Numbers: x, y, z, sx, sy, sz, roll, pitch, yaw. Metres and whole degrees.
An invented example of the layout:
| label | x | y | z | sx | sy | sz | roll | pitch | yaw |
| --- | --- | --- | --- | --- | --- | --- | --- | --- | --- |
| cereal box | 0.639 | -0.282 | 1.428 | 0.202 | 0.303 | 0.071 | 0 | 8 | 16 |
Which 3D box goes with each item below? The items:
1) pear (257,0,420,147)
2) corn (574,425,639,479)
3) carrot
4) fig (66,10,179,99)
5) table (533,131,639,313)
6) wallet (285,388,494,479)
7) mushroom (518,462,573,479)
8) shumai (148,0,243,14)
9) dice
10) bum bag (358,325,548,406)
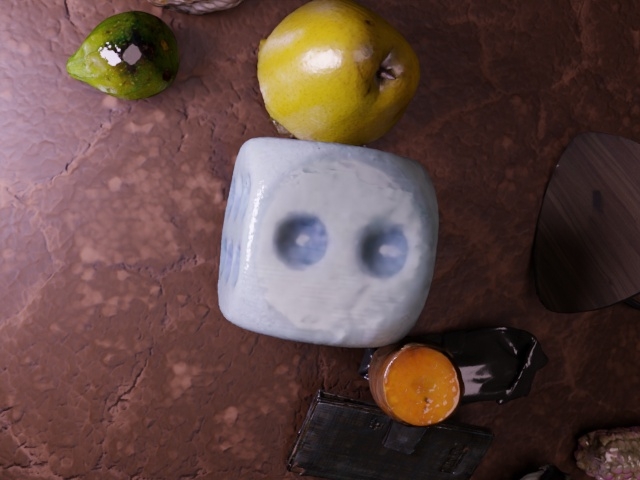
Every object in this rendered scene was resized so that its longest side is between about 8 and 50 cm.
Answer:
| label | x | y | z | sx | sy | sz | roll | pitch | yaw |
| --- | --- | --- | --- | --- | --- | --- | --- | --- | --- |
| pear | 0.046 | -0.266 | 1.074 | 0.266 | 0.178 | 0.267 | 0 | 89 | -16 |
| corn | 0.638 | 0.397 | 1.322 | 0.334 | 0.126 | 0.127 | 8 | 92 | -12 |
| carrot | 0.134 | 0.203 | 1.013 | 0.138 | 0.302 | 0.139 | 0 | 86 | 6 |
| fig | -0.289 | -0.258 | 1.024 | 0.156 | 0.123 | 0.123 | -10 | 99 | 24 |
| table | 0.550 | 0.009 | 1.228 | 0.249 | 0.317 | 0.318 | 12 | 91 | -30 |
| wallet | 0.114 | 0.344 | 1.171 | 0.316 | 0.044 | 0.169 | 15 | 117 | -15 |
| mushroom | 0.392 | 0.573 | 1.263 | 0.247 | 0.130 | 0.345 | -27 | 105 | -37 |
| shumai | -0.159 | -0.429 | 1.037 | 0.184 | 0.218 | 0.185 | 56 | 41 | -16 |
| dice | 0.000 | 0.000 | 1.029 | 0.262 | 0.268 | 0.265 | 7 | 93 | -16 |
| bum bag | 0.225 | 0.223 | 1.204 | 0.326 | 0.080 | 0.142 | -5 | 88 | -3 |
